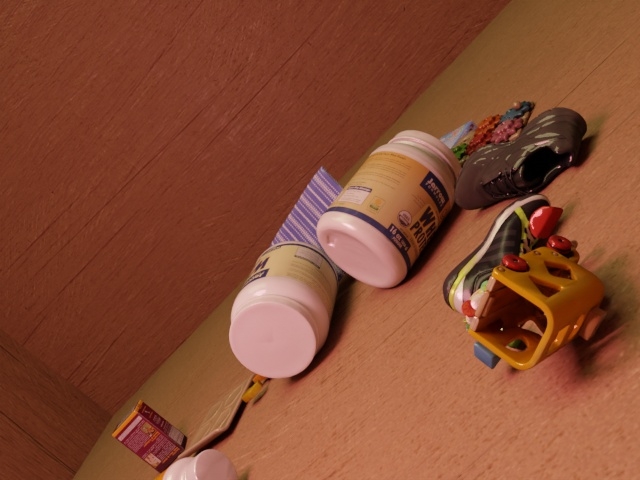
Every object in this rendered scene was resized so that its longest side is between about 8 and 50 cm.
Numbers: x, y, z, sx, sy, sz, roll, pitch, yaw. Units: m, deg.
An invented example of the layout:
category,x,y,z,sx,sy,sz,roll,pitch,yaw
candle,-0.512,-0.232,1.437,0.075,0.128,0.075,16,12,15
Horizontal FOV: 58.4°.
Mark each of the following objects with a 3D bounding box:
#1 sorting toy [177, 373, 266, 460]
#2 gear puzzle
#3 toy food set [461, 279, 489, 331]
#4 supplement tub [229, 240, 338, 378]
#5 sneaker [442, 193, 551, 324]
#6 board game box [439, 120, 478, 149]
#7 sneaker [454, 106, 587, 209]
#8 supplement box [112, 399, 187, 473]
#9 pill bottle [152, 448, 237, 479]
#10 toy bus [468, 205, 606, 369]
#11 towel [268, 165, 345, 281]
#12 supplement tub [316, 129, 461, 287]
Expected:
category,x,y,z,sx,sy,sz,roll,pitch,yaw
sorting toy,-0.239,0.455,1.525,0.307,0.041,0.229,-41,7,31
gear puzzle,0.386,-0.262,1.490,0.339,0.044,0.175,-24,24,48
toy food set,0.238,0.100,0.793,0.082,0.020,0.083,36,94,39
supplement tub,-0.085,0.162,1.412,0.235,0.235,0.325,-44,10,21
sneaker,0.288,0.035,0.864,0.235,0.084,0.097,-49,34,-4
board game box,0.358,-0.247,1.687,0.211,0.039,0.160,-53,12,-21
sneaker,0.358,-0.131,1.074,0.286,0.109,0.130,-40,18,45
supplement box,-0.504,0.582,1.699,0.104,0.188,0.081,-47,9,2
pill bottle,-0.278,0.520,1.136,0.245,0.136,0.136,-43,11,24
toy bus,0.267,0.070,0.656,0.202,0.191,0.104,-49,53,-3
towel,0.000,0.000,1.580,0.040,0.243,0.336,-15,-34,-54
supplement tub,0.163,-0.076,1.301,0.316,0.228,0.228,-52,11,-22
